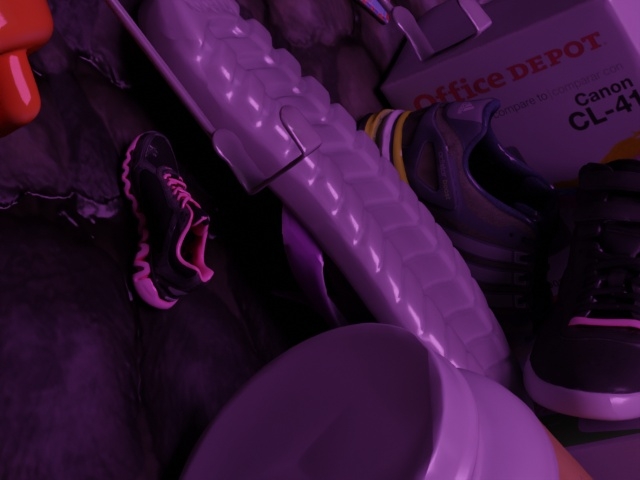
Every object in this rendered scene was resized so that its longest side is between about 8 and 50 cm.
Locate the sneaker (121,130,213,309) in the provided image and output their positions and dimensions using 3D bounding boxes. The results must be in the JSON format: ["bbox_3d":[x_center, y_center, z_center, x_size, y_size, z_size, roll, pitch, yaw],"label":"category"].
[{"bbox_3d":[-0.094,-0.018,1.142,0.047,0.057,0.119,9,67,-50],"label":"sneaker"}]

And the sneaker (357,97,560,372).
[{"bbox_3d":[0.143,0.017,1.397,0.300,0.121,0.111,57,38,-21],"label":"sneaker"}]

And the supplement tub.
[{"bbox_3d":[0.084,0.230,1.115,0.331,0.241,0.241,47,42,-32],"label":"supplement tub"}]

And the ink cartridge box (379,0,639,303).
[{"bbox_3d":[0.226,-0.070,1.460,0.306,0.226,0.131,55,36,-21],"label":"ink cartridge box"}]

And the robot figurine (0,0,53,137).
[{"bbox_3d":[-0.226,-0.155,0.959,0.128,0.158,0.219,-33,103,-77],"label":"robot figurine"}]

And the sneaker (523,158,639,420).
[{"bbox_3d":[0.210,0.023,1.274,0.296,0.105,0.146,-49,143,-67],"label":"sneaker"}]

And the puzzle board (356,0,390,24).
[{"bbox_3d":[0.032,-0.256,1.463,0.096,0.011,0.128,34,50,-42],"label":"puzzle board"}]

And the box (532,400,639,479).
[{"bbox_3d":[0.246,0.219,1.322,0.127,0.262,0.231,-46,116,-52],"label":"box"}]

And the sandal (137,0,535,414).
[{"bbox_3d":[0.004,-0.005,1.246,0.416,0.102,0.169,52,22,-6],"label":"sandal"}]

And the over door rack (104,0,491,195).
[{"bbox_3d":[-0.084,-0.178,1.117,0.324,0.108,0.239,44,42,6],"label":"over door rack"}]
